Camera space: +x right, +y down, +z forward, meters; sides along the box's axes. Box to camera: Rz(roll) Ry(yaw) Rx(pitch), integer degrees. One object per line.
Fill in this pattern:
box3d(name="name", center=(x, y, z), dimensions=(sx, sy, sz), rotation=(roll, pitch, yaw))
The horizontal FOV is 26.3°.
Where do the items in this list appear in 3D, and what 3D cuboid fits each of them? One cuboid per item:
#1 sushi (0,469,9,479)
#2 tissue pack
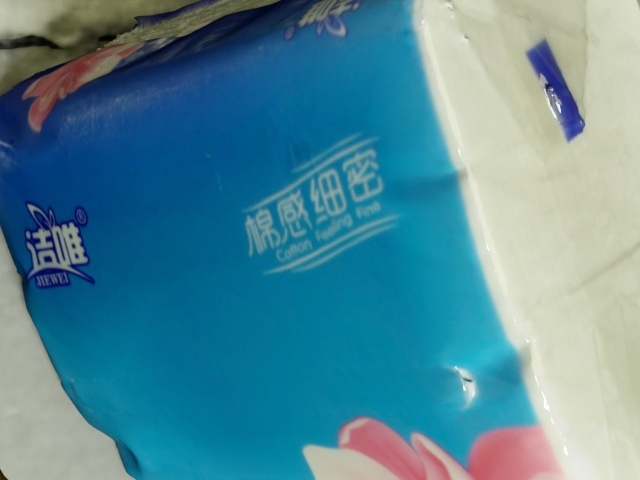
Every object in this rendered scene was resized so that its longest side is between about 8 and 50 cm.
box3d(name="sushi", center=(-0.211, 0.054, 0.404), dimensions=(0.200, 0.204, 0.213), rotation=(-39, 71, -12))
box3d(name="tissue pack", center=(0.000, 0.000, 0.527), dimensions=(0.137, 0.270, 0.209), rotation=(-28, 105, -38))
